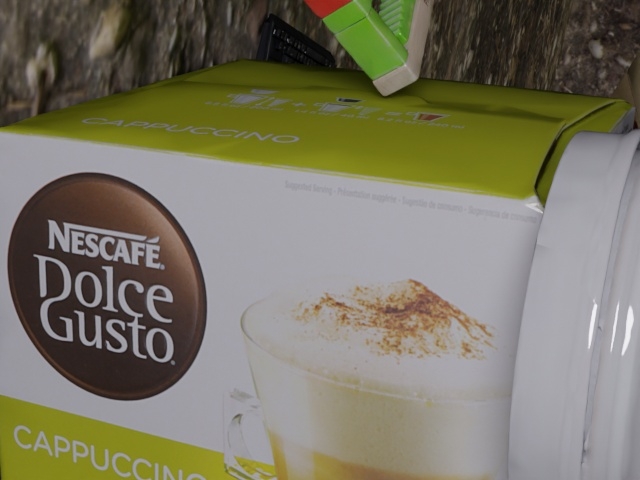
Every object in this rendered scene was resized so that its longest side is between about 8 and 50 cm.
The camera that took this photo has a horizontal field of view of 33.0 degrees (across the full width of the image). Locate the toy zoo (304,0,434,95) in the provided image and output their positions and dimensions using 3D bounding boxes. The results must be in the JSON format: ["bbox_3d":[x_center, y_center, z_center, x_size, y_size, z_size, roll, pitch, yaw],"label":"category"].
[{"bbox_3d":[-0.020,-0.255,0.695,0.293,0.030,0.192,45,38,-29],"label":"toy zoo"}]

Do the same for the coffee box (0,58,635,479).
[{"bbox_3d":[0.011,0.068,0.751,0.338,0.337,0.334,-35,131,-62],"label":"coffee box"}]

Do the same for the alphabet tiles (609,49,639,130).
[{"bbox_3d":[0.237,0.025,0.797,0.342,0.011,0.285,106,-19,-61],"label":"alphabet tiles"}]

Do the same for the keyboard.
[{"bbox_3d":[-0.024,-0.142,1.024,0.180,0.023,0.108,7,98,-71],"label":"keyboard"}]

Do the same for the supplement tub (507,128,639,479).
[{"bbox_3d":[0.270,0.067,0.484,0.241,0.331,0.241,9,90,-68],"label":"supplement tub"}]
